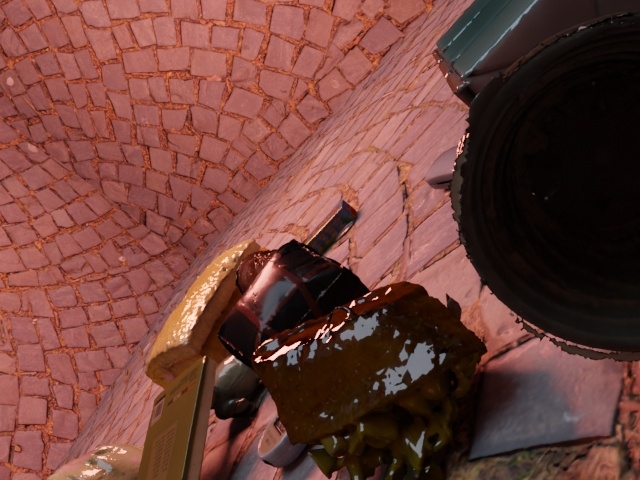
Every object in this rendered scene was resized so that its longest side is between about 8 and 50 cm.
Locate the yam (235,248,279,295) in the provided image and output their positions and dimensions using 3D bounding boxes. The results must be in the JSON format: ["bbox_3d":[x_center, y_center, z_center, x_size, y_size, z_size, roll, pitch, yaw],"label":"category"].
[{"bbox_3d":[-0.084,0.080,1.355,0.131,0.131,0.280,-54,16,-14],"label":"yam"}]

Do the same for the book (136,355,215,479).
[{"bbox_3d":[-0.251,0.383,1.060,0.239,0.035,0.352,-41,35,43],"label":"book"}]

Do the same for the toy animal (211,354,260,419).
[{"bbox_3d":[-0.129,0.232,1.182,0.225,0.094,0.121,-52,4,1],"label":"toy animal"}]

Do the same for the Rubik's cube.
[{"bbox_3d":[0.266,-0.175,0.624,0.231,0.221,0.224,-46,13,20],"label":"Rubik's cube"}]

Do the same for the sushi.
[{"bbox_3d":[0.045,0.150,0.679,0.296,0.179,0.167,-26,-1,27],"label":"sushi"}]

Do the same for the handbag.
[{"bbox_3d":[-0.036,0.120,1.009,0.215,0.155,0.169,-52,33,-5],"label":"handbag"}]

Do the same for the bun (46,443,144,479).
[{"bbox_3d":[-0.459,0.514,1.303,0.293,0.187,0.293,-46,11,12],"label":"bun"}]

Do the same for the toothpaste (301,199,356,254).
[{"bbox_3d":[0.000,0.000,1.468,0.193,0.044,0.070,-47,13,19],"label":"toothpaste"}]

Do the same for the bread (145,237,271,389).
[{"bbox_3d":[-0.258,0.178,1.599,0.236,0.165,0.375,-33,21,43],"label":"bread"}]

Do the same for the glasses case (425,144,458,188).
[{"bbox_3d":[0.219,-0.117,1.031,0.067,0.045,0.178,-54,13,-11],"label":"glasses case"}]

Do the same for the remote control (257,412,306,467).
[{"bbox_3d":[0.002,0.200,0.895,0.244,0.047,0.087,-52,16,-9],"label":"remote control"}]

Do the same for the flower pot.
[{"bbox_3d":[0.213,-0.046,0.477,0.235,0.235,0.140,-46,3,21],"label":"flower pot"}]
